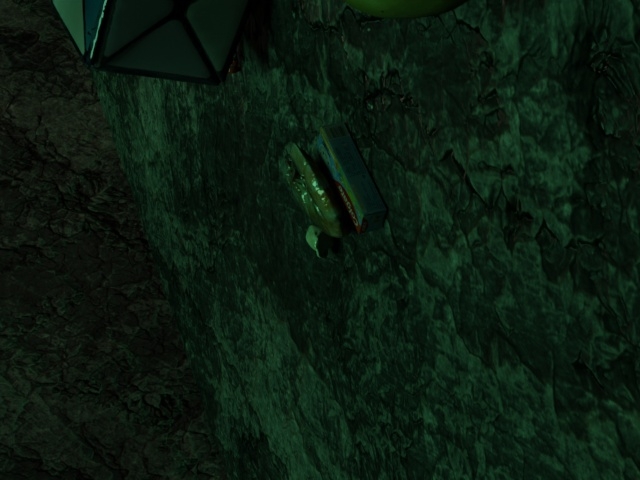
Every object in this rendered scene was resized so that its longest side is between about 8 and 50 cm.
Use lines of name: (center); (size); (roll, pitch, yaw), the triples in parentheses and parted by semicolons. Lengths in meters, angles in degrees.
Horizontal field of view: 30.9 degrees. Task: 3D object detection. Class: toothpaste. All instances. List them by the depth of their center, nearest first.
toothpaste: (0.049, -0.097, 1.887); (0.070, 0.044, 0.193); (101, 151, -54)

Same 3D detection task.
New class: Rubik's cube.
Rubik's cube: (-0.310, -0.500, 2.158); (0.307, 0.305, 0.310); (57, 132, 45)

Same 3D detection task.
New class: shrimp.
shrimp: (-0.023, -0.111, 2.020); (0.317, 0.062, 0.164); (-124, 13, -58)

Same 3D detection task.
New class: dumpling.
dumpling: (-0.003, 0.000, 2.070); (0.076, 0.052, 0.057); (38, 125, 58)

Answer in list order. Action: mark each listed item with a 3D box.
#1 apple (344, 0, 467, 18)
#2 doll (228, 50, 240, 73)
apple: (0.108, -0.372, 1.283); (0.262, 0.263, 0.262); (168, 90, -71)
doll: (-0.194, -0.434, 2.352); (0.104, 0.062, 0.194); (-109, 10, -55)
